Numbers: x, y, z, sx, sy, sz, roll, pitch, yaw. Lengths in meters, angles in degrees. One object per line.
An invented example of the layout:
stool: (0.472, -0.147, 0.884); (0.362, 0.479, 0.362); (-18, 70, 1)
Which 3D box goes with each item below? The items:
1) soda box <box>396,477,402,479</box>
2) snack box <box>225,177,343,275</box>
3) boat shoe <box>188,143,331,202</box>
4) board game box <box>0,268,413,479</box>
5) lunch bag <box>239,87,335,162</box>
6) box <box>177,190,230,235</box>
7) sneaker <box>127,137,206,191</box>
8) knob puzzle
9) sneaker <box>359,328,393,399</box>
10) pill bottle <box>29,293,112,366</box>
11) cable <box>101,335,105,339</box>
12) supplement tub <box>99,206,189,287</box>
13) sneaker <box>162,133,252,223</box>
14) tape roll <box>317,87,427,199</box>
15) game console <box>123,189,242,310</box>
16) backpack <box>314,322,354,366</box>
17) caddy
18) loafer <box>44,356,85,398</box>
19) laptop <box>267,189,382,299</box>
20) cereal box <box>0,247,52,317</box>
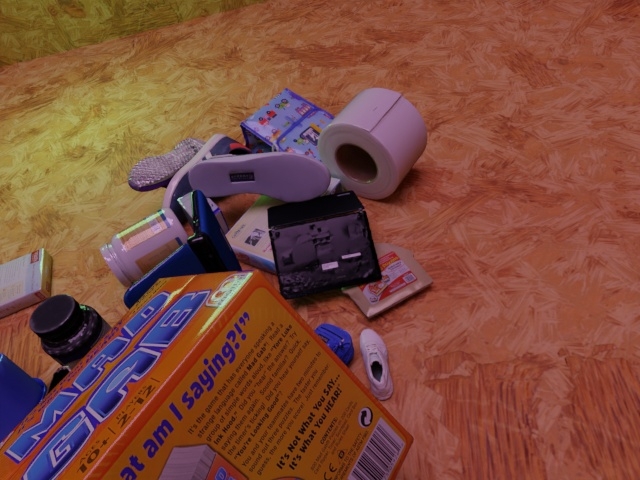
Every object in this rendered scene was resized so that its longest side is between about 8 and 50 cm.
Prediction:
soda box: (0.133, 0.411, 0.682); (0.061, 0.181, 0.058); (20, 56, 30)
snack box: (-0.097, -0.063, 1.266); (0.187, 0.060, 0.322); (18, 55, 29)
boat shoe: (-0.152, -0.182, 1.266); (0.366, 0.136, 0.156); (-2, 25, 6)
board game box: (-0.167, 0.295, 0.663); (0.356, 0.356, 0.357); (-8, 37, 52)
lunch bag: (-0.064, -0.313, 1.466); (0.293, 0.138, 0.221); (31, 60, 21)
box: (-0.307, -0.051, 1.267); (0.072, 0.126, 0.137); (-33, 49, -18)
sneaker: (-0.443, -0.188, 1.415); (0.102, 0.146, 0.293); (29, 41, 15)
knob puzzle: (0.134, 0.078, 1.095); (0.213, 0.030, 0.213); (-8, 47, 9)
sneaker: (0.110, 0.233, 0.937); (0.053, 0.061, 0.152); (-16, 45, 2)
pill bottle: (-0.511, 0.215, 1.010); (0.122, 0.219, 0.123); (-8, 47, 8)
cable: (-0.376, 0.242, 0.988); (0.150, 0.184, 0.047); (32, 86, 4)
supplement tub: (-0.447, 0.018, 1.228); (0.199, 0.144, 0.144); (-32, 48, -15)
sneaker: (-0.320, -0.170, 1.387); (0.148, 0.131, 0.350); (22, 63, 12)
tape roll: (0.137, -0.253, 1.254); (0.246, 0.246, 0.169); (21, 57, 30)
game console: (-0.275, 0.087, 1.015); (0.173, 0.293, 0.250); (-18, 46, -2)
backpack: (0.012, 0.227, 0.944); (0.098, 0.101, 0.120); (27, 56, 26)
caddy: (-0.718, 0.388, 0.936); (0.241, 0.179, 0.341); (-11, 30, 26)
loafer: (-0.501, 0.381, 0.861); (0.133, 0.130, 0.366); (10, 75, 24)
laptop: (0.000, 0.000, 1.144); (0.234, 0.136, 0.265); (-12, 76, -2)
cereal box: (-0.870, 0.133, 1.302); (0.240, 0.047, 0.173); (-22, 47, -6)
